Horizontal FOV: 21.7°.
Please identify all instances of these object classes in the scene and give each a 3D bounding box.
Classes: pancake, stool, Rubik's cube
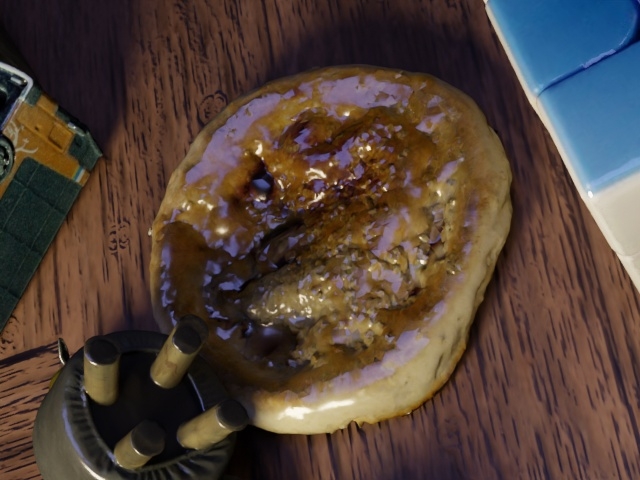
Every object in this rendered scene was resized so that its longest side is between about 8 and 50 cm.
[{"bbox_3d":[0.001,0.001,1.448,0.356,0.065,0.356,-9,64,20],"label":"pancake"},{"bbox_3d":[-0.122,0.155,1.353,0.228,0.139,0.153,29,52,-8],"label":"stool"},{"bbox_3d":[0.304,-0.141,1.233,0.290,0.291,0.291,-29,54,10],"label":"Rubik's cube"}]

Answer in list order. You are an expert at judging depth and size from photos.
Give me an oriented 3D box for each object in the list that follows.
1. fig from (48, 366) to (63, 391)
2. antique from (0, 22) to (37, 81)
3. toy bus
[{"bbox_3d":[-0.189,0.129,1.466,0.082,0.084,0.098,42,80,5],"label":"fig"},{"bbox_3d":[-0.419,-0.239,1.748,0.150,0.125,0.284,-31,55,7],"label":"antique"},{"bbox_3d":[-0.339,-0.025,1.569,0.138,0.167,0.275,21,79,33],"label":"toy bus"}]
